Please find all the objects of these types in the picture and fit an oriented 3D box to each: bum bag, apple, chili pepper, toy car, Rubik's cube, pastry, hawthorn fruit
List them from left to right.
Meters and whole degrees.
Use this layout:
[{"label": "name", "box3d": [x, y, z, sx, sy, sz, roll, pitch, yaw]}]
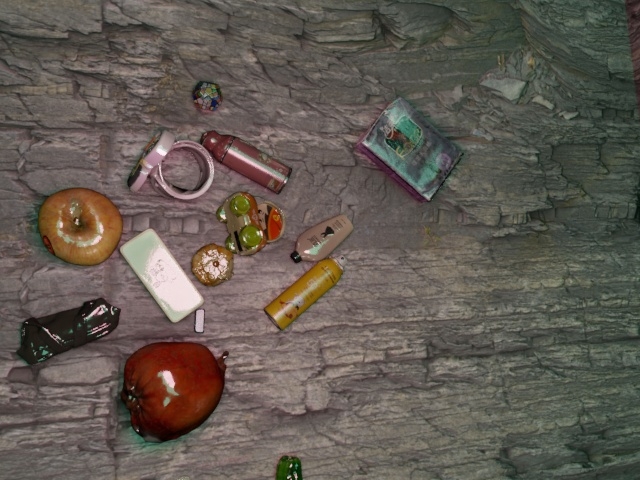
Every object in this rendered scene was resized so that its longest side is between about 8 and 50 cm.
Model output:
[{"label": "bum bag", "box3d": [-0.798, 0.275, 1.658, 0.326, 0.080, 0.142, -22, 94, -18]}, {"label": "apple", "box3d": [-0.751, -0.043, 1.646, 0.261, 0.194, 0.260, 3, 81, -16]}, {"label": "hawthorn fruit", "box3d": [-0.460, 0.462, 1.644, 0.308, 0.325, 0.308, -4, 79, 23]}, {"label": "Rubik's cube", "box3d": [-0.399, -0.512, 1.850, 0.111, 0.111, 0.093, 43, 50, -8]}, {"label": "pastry", "box3d": [-0.371, 0.084, 1.803, 0.153, 0.081, 0.153, 1, 83, -6]}, {"label": "toy car", "box3d": [-0.229, -0.068, 1.847, 0.235, 0.145, 0.235, 10, 73, -34]}, {"label": "chili pepper", "box3d": [-0.102, 0.872, 1.801, 0.099, 0.083, 0.253, -7, 90, -26]}]

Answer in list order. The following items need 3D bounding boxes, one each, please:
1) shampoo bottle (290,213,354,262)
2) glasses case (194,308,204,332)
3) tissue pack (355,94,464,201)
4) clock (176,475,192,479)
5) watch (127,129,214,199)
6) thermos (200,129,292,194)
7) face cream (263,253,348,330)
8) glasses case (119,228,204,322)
[{"label": "shampoo bottle", "box3d": [0.000, 0.000, 1.918, 0.257, 0.078, 0.127, -36, 75, -17]}, {"label": "glasses case", "box3d": [-0.416, 0.276, 1.798, 0.034, 0.023, 0.083, 2, 82, -11]}, {"label": "tissue pack", "box3d": [0.346, -0.352, 2.040, 0.361, 0.122, 0.259, 40, 78, -11]}, {"label": "clock", "box3d": [-0.457, 0.825, 1.735, 0.074, 0.010, 0.083, 20, 78, -13]}, {"label": "watch", "box3d": [-0.501, -0.228, 1.770, 0.231, 0.196, 0.244, 35, 76, -32]}, {"label": "thermos", "box3d": [-0.264, -0.299, 1.852, 0.330, 0.109, 0.136, 28, 70, -14]}, {"label": "face cream", "box3d": [-0.040, 0.172, 1.878, 0.349, 0.105, 0.105, -40, 96, -17]}, {"label": "glasses case", "box3d": [-0.531, 0.118, 1.757, 0.131, 0.070, 0.313, -36, 94, -17]}]
